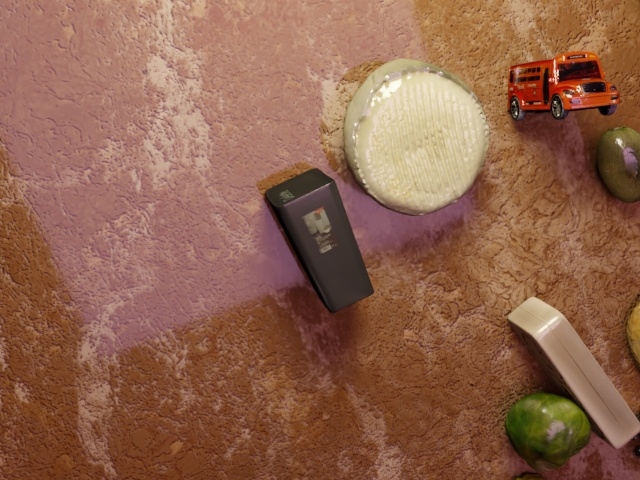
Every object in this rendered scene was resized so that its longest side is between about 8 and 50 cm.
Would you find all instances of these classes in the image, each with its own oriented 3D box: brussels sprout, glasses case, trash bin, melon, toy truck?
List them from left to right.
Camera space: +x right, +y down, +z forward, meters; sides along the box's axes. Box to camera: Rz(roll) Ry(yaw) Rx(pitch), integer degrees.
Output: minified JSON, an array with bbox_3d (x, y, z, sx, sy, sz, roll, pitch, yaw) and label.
[{"bbox_3d":[0.000,0.000,1.473,0.115,0.165,0.225,-25,108,-6],"label":"trash bin"},{"bbox_3d":[0.463,0.390,1.651,0.162,0.143,0.180,-1,126,-13],"label":"brussels sprout"},{"bbox_3d":[0.433,-0.279,1.455,0.108,0.253,0.114,-7,99,-10],"label":"toy truck"},{"bbox_3d":[0.520,0.271,1.643,0.076,0.144,0.336,-39,105,-1],"label":"glasses case"},{"bbox_3d":[0.607,-0.149,1.597,0.099,0.099,0.162,-23,108,-6],"label":"melon"}]

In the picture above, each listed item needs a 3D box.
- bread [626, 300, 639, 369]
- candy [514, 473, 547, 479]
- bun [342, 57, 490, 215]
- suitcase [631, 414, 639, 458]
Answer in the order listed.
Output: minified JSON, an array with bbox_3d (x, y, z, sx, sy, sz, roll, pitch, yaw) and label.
[{"bbox_3d":[0.776,0.206,1.686,0.245,0.134,0.244,-2,103,-8],"label":"bread"},{"bbox_3d":[0.480,0.577,1.673,0.106,0.199,0.094,11,104,-22],"label":"candy"},{"bbox_3d":[0.167,-0.188,1.475,0.287,0.146,0.287,-3,105,-13],"label":"bun"},{"bbox_3d":[0.807,0.420,1.707,0.235,0.194,0.143,-35,114,-2],"label":"suitcase"}]
